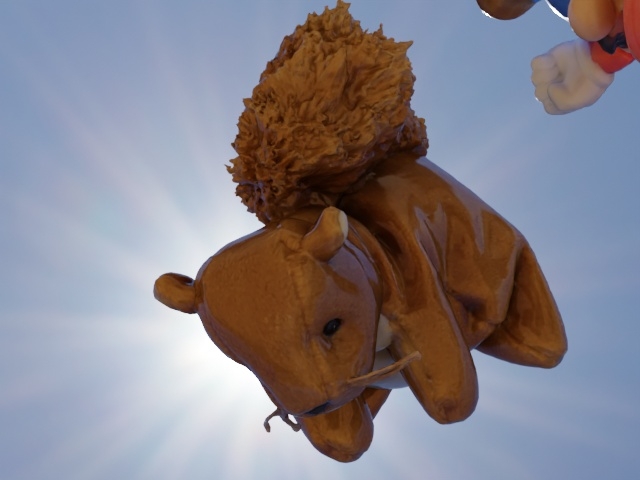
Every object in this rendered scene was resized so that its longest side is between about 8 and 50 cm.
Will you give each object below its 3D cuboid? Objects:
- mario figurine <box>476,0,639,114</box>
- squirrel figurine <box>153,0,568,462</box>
[{"bbox_3d":[0.184,-0.190,1.403,0.170,0.198,0.320,-56,-149,0],"label":"mario figurine"},{"bbox_3d":[0.000,0.000,1.772,0.281,0.370,0.397,-17,-100,28],"label":"squirrel figurine"}]
